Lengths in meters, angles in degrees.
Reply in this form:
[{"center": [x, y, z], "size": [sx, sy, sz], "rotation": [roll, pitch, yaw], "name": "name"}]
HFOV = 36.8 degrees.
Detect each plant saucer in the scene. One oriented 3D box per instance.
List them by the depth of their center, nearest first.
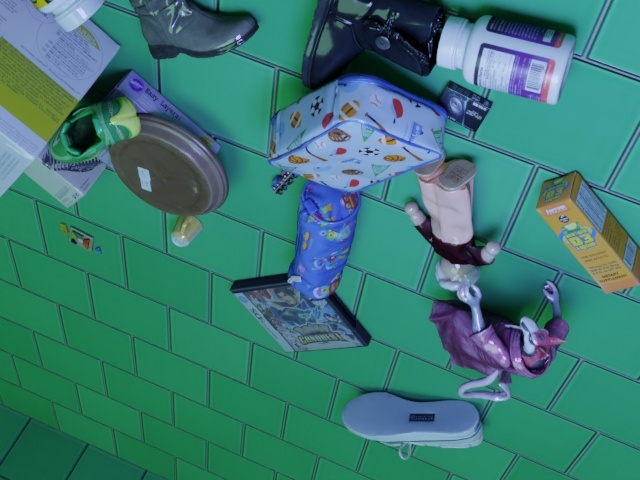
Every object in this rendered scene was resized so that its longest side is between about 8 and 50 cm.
[{"center": [-0.321, -0.144, 1.986], "size": [0.277, 0.041, 0.278], "rotation": [18, 144, 13], "name": "plant saucer"}]

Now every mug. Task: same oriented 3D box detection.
[{"center": [-0.318, -0.025, 2.224], "size": [0.062, 0.064, 0.078], "rotation": [8, 140, 27], "name": "mug"}]

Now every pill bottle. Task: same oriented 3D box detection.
[{"center": [0.281, -0.282, 1.466], "size": [0.193, 0.108, 0.108], "rotation": [18, 144, 15], "name": "pill bottle"}, {"center": [-0.490, -0.484, 1.715], "size": [0.119, 0.119, 0.208], "rotation": [-13, 129, 43], "name": "pill bottle"}]

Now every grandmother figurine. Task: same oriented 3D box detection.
[{"center": [0.257, -0.019, 1.831], "size": [0.208, 0.104, 0.342], "rotation": [39, 158, 35], "name": "grandmother figurine"}]

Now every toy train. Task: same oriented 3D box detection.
[{"center": [-0.062, -0.137, 1.945], "size": [0.036, 0.027, 0.158], "rotation": [37, 144, -7], "name": "toy train"}]

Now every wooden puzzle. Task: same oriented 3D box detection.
[{"center": [-0.625, -0.002, 2.500], "size": [0.116, 0.014, 0.079], "rotation": [23, 145, 7], "name": "wooden puzzle"}]

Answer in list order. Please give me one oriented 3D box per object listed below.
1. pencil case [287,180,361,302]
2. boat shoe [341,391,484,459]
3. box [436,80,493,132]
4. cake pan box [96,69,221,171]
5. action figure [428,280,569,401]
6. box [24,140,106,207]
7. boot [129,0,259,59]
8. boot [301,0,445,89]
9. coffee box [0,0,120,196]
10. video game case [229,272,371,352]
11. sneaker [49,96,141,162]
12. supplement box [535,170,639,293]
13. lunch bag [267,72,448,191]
[{"center": [0.000, 0.000, 1.989], "size": [0.119, 0.133, 0.306], "rotation": [51, 152, 26], "name": "pencil case"}, {"center": [0.241, 0.476, 2.441], "size": [0.367, 0.136, 0.156], "rotation": [-4, 138, 23], "name": "boat shoe"}, {"center": [0.243, -0.227, 1.636], "size": [0.083, 0.018, 0.067], "rotation": [28, 145, 1], "name": "box"}, {"center": [-0.374, -0.207, 2.032], "size": [0.245, 0.070, 0.267], "rotation": [41, 143, -15], "name": "cake pan box"}, {"center": [0.346, 0.212, 1.874], "size": [0.248, 0.276, 0.370], "rotation": [3, -178, -17], "name": "action figure"}, {"center": [-0.628, -0.209, 2.160], "size": [0.275, 0.113, 0.094], "rotation": [41, 142, -20], "name": "box"}, {"center": [-0.240, -0.406, 1.686], "size": [0.246, 0.083, 0.161], "rotation": [1, 131, 31], "name": "boot"}, {"center": [0.086, -0.310, 1.570], "size": [0.207, 0.094, 0.247], "rotation": [26, 139, 9], "name": "boot"}, {"center": [-0.657, -0.312, 1.854], "size": [0.338, 0.334, 0.337], "rotation": [40, 143, -19], "name": "coffee box"}, {"center": [-0.050, 0.177, 2.324], "size": [0.274, 0.035, 0.248], "rotation": [-9, 130, 41], "name": "video game case"}, {"center": [-0.474, -0.218, 1.905], "size": [0.295, 0.123, 0.110], "rotation": [-15, 96, 49], "name": "sneaker"}, {"center": [0.479, -0.012, 1.699], "size": [0.078, 0.080, 0.233], "rotation": [-22, 120, 45], "name": "supplement box"}, {"center": [0.063, -0.178, 1.682], "size": [0.243, 0.115, 0.303], "rotation": [15, 162, -33], "name": "lunch bag"}]
